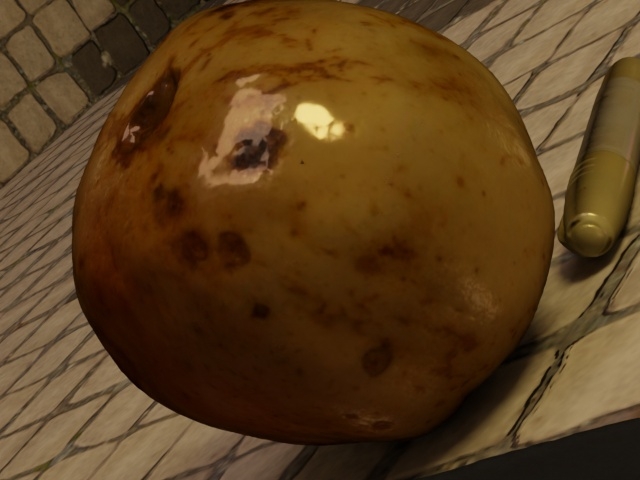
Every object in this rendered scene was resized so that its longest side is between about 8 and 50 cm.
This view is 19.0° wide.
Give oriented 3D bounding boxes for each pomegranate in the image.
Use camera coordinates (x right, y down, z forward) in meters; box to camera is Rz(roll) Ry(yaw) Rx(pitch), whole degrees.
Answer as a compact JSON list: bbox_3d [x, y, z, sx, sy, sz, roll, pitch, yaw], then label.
[{"bbox_3d":[0.000,0.000,0.847,0.215,0.215,0.215,-35,13,9],"label":"pomegranate"}]

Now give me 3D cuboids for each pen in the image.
[{"bbox_3d":[0.145,-0.044,0.963,0.040,0.032,0.233,-58,1,27],"label":"pen"}]

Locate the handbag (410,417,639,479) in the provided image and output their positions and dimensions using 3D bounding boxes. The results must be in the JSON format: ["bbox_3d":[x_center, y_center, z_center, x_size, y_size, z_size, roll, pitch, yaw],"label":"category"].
[{"bbox_3d":[0.026,0.131,0.329,0.269,0.118,0.325,-18,11,5],"label":"handbag"}]
